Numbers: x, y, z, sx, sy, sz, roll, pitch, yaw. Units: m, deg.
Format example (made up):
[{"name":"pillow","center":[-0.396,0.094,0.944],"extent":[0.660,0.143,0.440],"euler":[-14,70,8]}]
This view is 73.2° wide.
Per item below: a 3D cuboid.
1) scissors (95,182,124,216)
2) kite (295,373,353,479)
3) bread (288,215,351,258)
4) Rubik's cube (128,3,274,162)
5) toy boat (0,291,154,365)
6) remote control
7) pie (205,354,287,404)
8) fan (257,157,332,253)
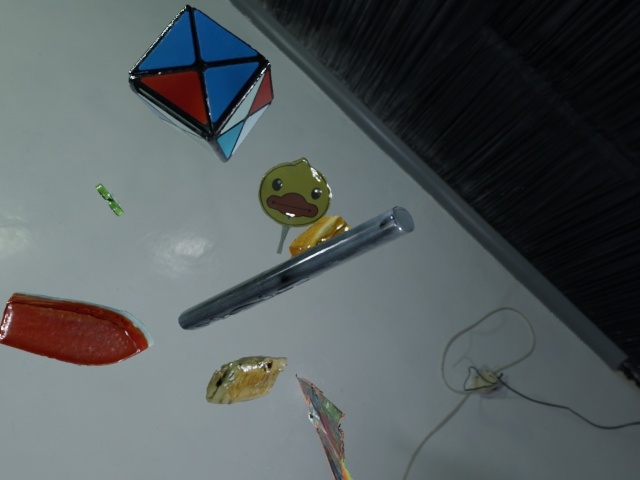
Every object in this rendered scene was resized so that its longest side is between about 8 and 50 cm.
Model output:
[{"name":"scissors","center":[-0.600,-0.113,1.246],"extent":[0.027,0.204,0.101],"euler":[-35,103,-15]},{"name":"kite","center":[0.008,0.188,0.400],"extent":[0.010,0.190,0.159],"euler":[-21,43,-19]},{"name":"bread","center":[0.000,0.000,0.828],"extent":[0.132,0.074,0.053],"euler":[-44,120,-45]},{"name":"Rubik's cube","center":[-0.287,-0.382,1.096],"extent":[0.246,0.250,0.248],"euler":[36,85,-2]},{"name":"toy boat","center":[-0.578,0.216,1.052],"extent":[0.331,0.133,0.145],"euler":[18,94,-15]},{"name":"remote control","center":[-0.044,0.050,0.639],"extent":[0.107,0.377,0.044],"euler":[0,66,-65]},{"name":"pie","center":[-0.158,0.313,0.982],"extent":[0.068,0.282,0.129],"euler":[34,88,25]},{"name":"fan","center":[-0.089,-0.100,1.350],"extent":[0.229,0.335,0.011],"euler":[11,27,-12]}]
